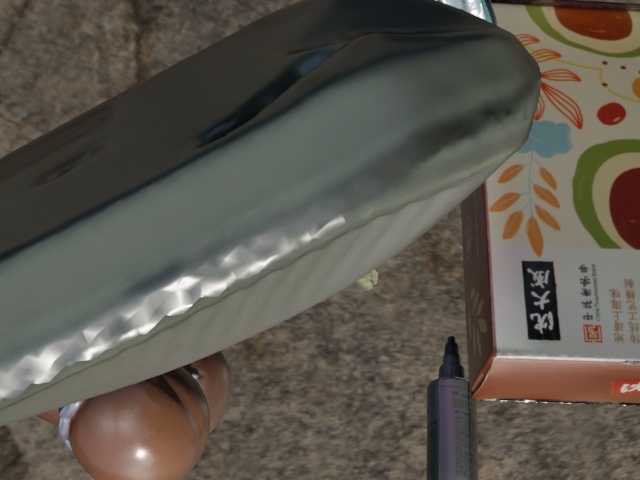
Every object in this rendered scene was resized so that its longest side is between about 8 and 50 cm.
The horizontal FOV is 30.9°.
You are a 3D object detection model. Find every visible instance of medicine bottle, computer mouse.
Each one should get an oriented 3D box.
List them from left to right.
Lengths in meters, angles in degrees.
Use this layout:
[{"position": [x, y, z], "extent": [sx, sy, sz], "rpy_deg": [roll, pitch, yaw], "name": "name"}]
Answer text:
[{"position": [-0.072, 0.005, 0.432], "extent": [0.330, 0.197, 0.095], "rpy_deg": [-27, 107, 2], "name": "computer mouse"}, {"position": [0.146, 0.195, 1.292], "extent": [0.057, 0.058, 0.199], "rpy_deg": [-13, 53, 23], "name": "medicine bottle"}]

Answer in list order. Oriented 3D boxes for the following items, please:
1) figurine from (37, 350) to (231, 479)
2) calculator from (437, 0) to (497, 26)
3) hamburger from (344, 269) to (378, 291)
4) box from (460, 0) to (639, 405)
[{"position": [-0.298, 0.127, 1.127], "extent": [0.387, 0.276, 0.248], "rpy_deg": [-11, 98, 4], "name": "figurine"}, {"position": [0.065, -0.196, 0.725], "extent": [0.057, 0.018, 0.172], "rpy_deg": [-17, 119, 7], "name": "calculator"}, {"position": [0.000, 0.000, 1.108], "extent": [0.140, 0.133, 0.062], "rpy_deg": [17, 74, 40], "name": "hamburger"}, {"position": [0.312, -0.041, 1.121], "extent": [0.344, 0.122, 0.385], "rpy_deg": [2, 65, -4], "name": "box"}]
